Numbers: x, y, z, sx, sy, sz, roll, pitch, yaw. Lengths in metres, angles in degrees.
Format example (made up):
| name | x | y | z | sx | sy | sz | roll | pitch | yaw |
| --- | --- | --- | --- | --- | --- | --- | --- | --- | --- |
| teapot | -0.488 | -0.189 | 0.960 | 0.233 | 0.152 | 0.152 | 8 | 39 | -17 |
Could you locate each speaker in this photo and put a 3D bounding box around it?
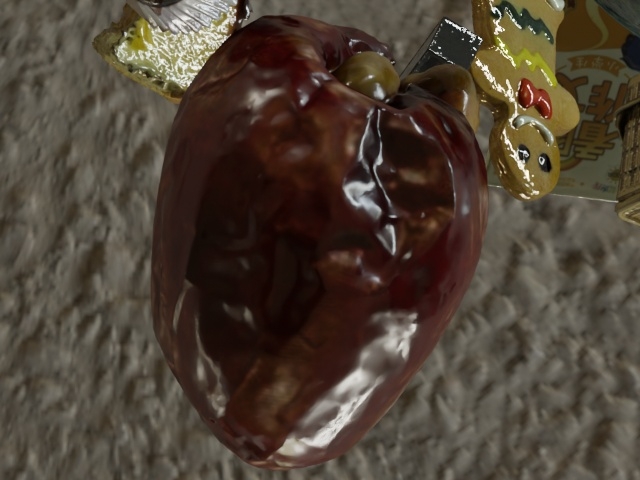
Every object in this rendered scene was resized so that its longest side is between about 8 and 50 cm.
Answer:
| name | x | y | z | sx | sy | sz | roll | pitch | yaw |
| --- | --- | --- | --- | --- | --- | --- | --- | --- | --- |
| speaker | 0.074 | -0.112 | 1.355 | 0.040 | 0.191 | 0.046 | 31 | 55 | -6 |

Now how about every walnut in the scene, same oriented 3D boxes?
| name | x | y | z | sx | sy | sz | roll | pitch | yaw |
| --- | --- | --- | --- | --- | --- | --- | --- | --- | --- |
| walnut | 0.000 | 0.000 | 1.040 | 0.222 | 0.244 | 0.269 | 31 | 107 | 24 |

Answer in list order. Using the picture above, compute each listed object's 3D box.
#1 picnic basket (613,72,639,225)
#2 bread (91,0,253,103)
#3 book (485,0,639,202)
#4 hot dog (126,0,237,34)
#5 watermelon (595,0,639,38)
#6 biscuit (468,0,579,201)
| name | x | y | z | sx | sy | sz | roll | pitch | yaw |
| --- | --- | --- | --- | --- | --- | --- | --- | --- | --- |
| picnic basket | 0.484 | -0.074 | 1.674 | 0.313 | 0.228 | 0.175 | 18 | 69 | -23 |
| bread | -0.151 | -0.234 | 1.685 | 0.140 | 0.169 | 0.160 | 30 | 95 | -19 |
| book | 0.328 | -0.186 | 1.948 | 0.208 | 0.020 | 0.295 | 6 | 119 | -10 |
| hot dog | -0.142 | -0.274 | 1.240 | 0.144 | 0.075 | 0.268 | -45 | 63 | 20 |
| watermelon | 0.256 | -0.166 | 1.013 | 0.188 | 0.322 | 0.175 | -18 | 83 | 6 |
| biscuit | 0.186 | -0.150 | 1.465 | 0.158 | 0.035 | 0.240 | 15 | 63 | -41 |
